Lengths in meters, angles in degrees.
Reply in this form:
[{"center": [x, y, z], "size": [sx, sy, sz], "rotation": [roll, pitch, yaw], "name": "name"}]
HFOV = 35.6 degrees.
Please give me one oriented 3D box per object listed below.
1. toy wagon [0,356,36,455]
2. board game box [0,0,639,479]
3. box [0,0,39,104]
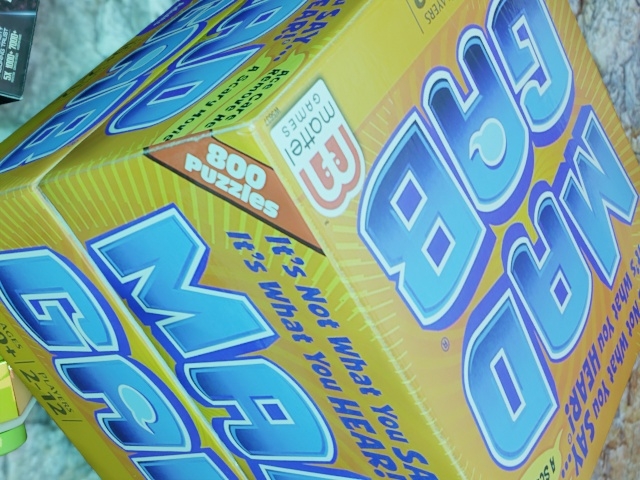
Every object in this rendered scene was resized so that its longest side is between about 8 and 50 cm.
[{"center": [-0.296, 0.044, 0.768], "size": [0.345, 0.068, 0.267], "rotation": [-16, 101, -35], "name": "toy wagon"}, {"center": [0.000, 0.000, 0.758], "size": [0.356, 0.356, 0.356], "rotation": [59, 45, -23], "name": "board game box"}, {"center": [-0.265, -0.192, 0.732], "size": [0.078, 0.147, 0.180], "rotation": [12, 86, -36], "name": "box"}]
